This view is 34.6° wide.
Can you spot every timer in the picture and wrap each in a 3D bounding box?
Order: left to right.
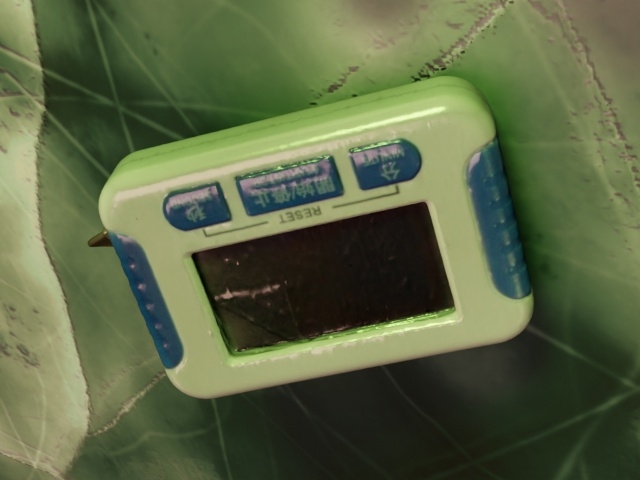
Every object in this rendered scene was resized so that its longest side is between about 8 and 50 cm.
[{"bbox_3d":[0.000,0.000,0.672,0.254,0.078,0.178,-12,117,10],"label":"timer"}]

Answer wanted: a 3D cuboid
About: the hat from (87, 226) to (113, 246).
[{"bbox_3d":[-0.091,-0.005,0.802,0.166,0.144,0.173,38,-177,-24],"label":"hat"}]
